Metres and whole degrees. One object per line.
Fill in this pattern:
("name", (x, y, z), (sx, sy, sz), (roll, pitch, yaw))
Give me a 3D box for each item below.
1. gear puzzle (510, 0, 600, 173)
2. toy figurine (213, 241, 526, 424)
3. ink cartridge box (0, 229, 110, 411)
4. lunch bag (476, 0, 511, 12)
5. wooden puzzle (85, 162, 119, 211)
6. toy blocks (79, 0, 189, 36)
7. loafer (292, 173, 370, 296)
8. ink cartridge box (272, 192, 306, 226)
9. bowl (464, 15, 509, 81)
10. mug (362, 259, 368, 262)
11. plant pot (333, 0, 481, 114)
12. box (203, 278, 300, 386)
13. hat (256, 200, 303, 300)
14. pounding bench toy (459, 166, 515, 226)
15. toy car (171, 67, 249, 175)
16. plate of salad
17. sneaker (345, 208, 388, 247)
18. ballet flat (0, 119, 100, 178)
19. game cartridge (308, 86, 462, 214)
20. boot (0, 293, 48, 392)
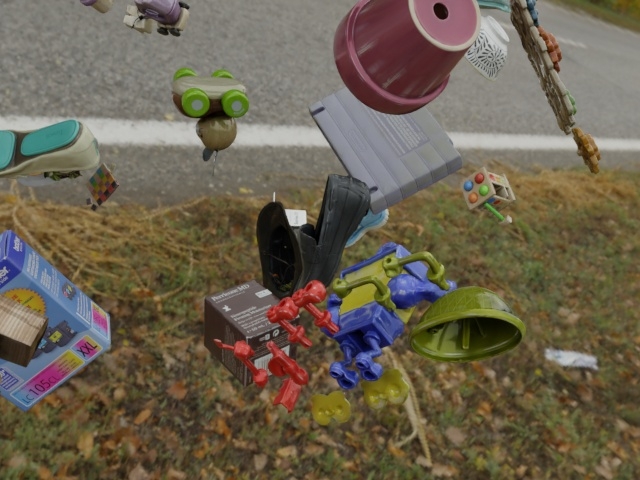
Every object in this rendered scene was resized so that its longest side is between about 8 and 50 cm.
("gear puzzle", (0.406, -0.271, 1.208), (0.339, 0.044, 0.175), (69, 13, 8))
("toy figurine", (0.068, 0.055, 0.868), (0.191, 0.362, 0.217), (43, 42, -19))
("ink cartridge box", (-0.716, 0.168, 1.626), (0.395, 0.270, 0.151), (51, 2, -31))
("lunch bag", (0.372, -0.673, 1.706), (0.262, 0.223, 0.160), (23, 25, 32))
("wooden puzzle", (-0.348, -0.089, 1.136), (0.049, 0.083, 0.006), (53, 18, 22))
("toy blocks", (-0.384, -0.582, 1.309), (0.288, 0.309, 0.260), (12, -7, 28))
("loafer", (0.000, 0.000, 1.090), (0.078, 0.223, 0.076), (20, 21, -14))
("ink cartridge box", (-0.113, 0.037, 2.359), (0.119, 0.353, 0.207), (4, 38, -4))
("bowl", (0.365, -0.444, 1.585), (0.170, 0.080, 0.170), (34, 35, -28))
("mug", (0.166, 0.086, 2.190), (0.064, 0.062, 0.078), (-9, 10, -18))
("plant pot", (0.147, -0.320, 1.123), (0.201, 0.180, 0.201), (5, 77, -24))
("box", (-0.183, 0.238, 1.865), (0.168, 0.167, 0.203), (-20, 40, -35))
("hat", (-0.072, 0.046, 2.073), (0.134, 0.331, 0.331), (-8, 42, -25))
("pounding bench toy", (0.267, -0.065, 1.129), (0.065, 0.052, 0.083), (11, 53, -40))
("toy car", (-0.227, -0.233, 1.438), (0.149, 0.188, 0.155), (-2, 31, -19))
("plate of salad", (-0.595, -0.174, 1.628), (0.200, 0.200, 0.048), (-19, 71, -54))
("sneaker", (0.074, -0.043, 1.628), (0.073, 0.162, 0.063), (38, 30, -34))
("ballet flat", (-0.451, -0.129, 1.103), (0.248, 0.086, 0.086), (-3, 22, 19))
("game cartridge", (0.142, -0.236, 1.612), (0.230, 0.068, 0.355), (-25, 52, -4))
("boot", (-0.499, 0.151, 0.892), (0.220, 0.109, 0.283), (21, 41, -8))
